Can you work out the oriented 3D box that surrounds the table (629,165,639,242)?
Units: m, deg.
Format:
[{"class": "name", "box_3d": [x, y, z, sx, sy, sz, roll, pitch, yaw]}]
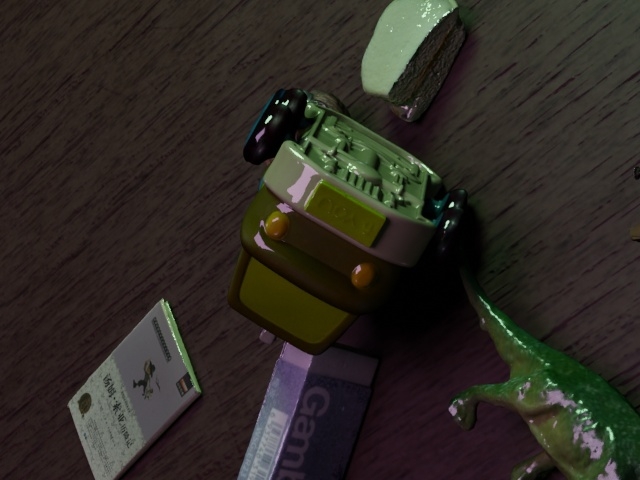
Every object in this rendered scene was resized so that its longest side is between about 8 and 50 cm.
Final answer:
[{"class": "table", "box_3d": [0.295, -0.029, 1.411, 0.082, 0.083, 0.070, -4, 78, 50]}]

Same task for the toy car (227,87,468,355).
[{"class": "toy car", "box_3d": [0.000, 0.000, 1.597, 0.198, 0.204, 0.248, -59, 3, 16]}]

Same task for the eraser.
[{"class": "eraser", "box_3d": [-0.020, 0.195, 1.660, 0.046, 0.092, 0.212, 20, 93, 48]}]

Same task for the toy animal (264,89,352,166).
[{"class": "toy animal", "box_3d": [-0.003, -0.081, 1.750, 0.098, 0.137, 0.098, -21, 27, 11]}]

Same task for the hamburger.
[{"class": "hamburger", "box_3d": [0.083, -0.182, 1.703, 0.121, 0.054, 0.084, -59, 41, 12]}]

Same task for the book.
[{"class": "book", "box_3d": [-0.198, 0.166, 1.911, 0.181, 0.014, 0.127, -46, 49, 27]}]

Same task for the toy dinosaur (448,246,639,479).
[{"class": "toy dinosaur", "box_3d": [0.251, 0.133, 1.405, 0.301, 0.087, 0.447, -39, 59, 33]}]
